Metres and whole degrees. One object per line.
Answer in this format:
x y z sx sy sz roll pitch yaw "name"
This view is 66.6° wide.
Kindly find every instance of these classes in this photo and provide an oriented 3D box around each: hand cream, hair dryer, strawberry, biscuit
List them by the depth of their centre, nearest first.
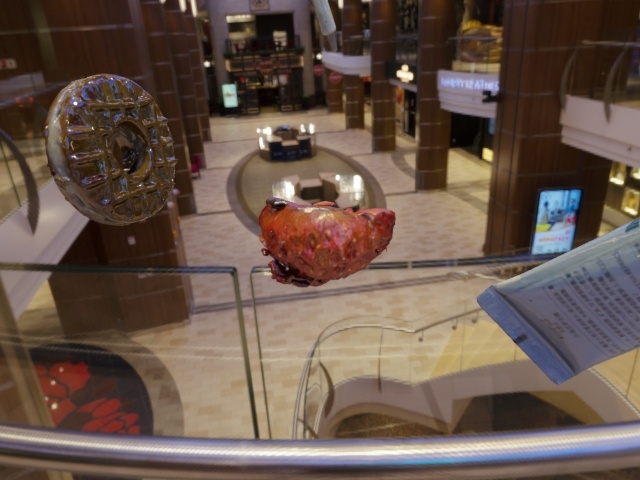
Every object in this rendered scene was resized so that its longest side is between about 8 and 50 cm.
0.221 0.003 0.275 0.271 0.091 0.058 -43 4 40 "hand cream"
0.000 0.000 0.474 0.121 0.082 0.188 2 3 -9 "strawberry"
-0.001 -0.422 0.849 0.044 0.183 0.155 -10 44 16 "hair dryer"
-0.437 -0.192 1.051 0.103 0.332 0.332 -3 22 22 "biscuit"
